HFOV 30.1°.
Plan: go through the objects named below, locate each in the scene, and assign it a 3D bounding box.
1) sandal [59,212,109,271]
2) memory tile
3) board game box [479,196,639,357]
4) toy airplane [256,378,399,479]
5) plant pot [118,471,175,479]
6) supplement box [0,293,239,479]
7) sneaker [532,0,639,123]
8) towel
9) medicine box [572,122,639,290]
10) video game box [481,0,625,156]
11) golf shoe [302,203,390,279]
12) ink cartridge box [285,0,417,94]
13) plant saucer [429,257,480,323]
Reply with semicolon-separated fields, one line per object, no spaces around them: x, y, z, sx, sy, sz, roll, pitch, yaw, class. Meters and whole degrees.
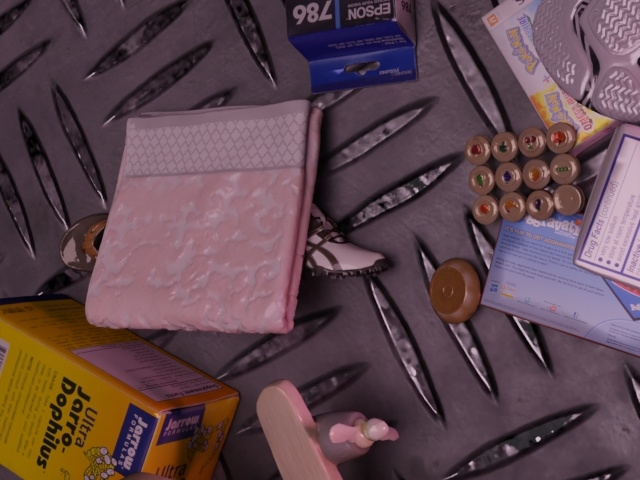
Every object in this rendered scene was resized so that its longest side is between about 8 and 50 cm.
-0.298;0.007;1.734;0.219;0.060;0.090;4;92;29;sandal
0.242;-0.078;1.423;0.148;0.012;0.113;-6;91;36;memory tile
0.336;0.049;1.404;0.281;0.027;0.145;18;100;28;board game box
0.060;0.395;1.458;0.384;0.272;0.386;39;145;34;toy airplane
-0.203;0.393;1.435;0.284;0.284;0.191;7;62;29;plant pot
-0.329;0.236;1.677;0.357;0.194;0.195;25;103;26;supplement box
0.408;-0.165;1.264;0.366;0.210;0.137;31;105;32;sneaker
-0.160;-0.032;1.605;0.332;0.053;0.317;-1;73;33;towel
0.422;0.007;1.193;0.289;0.263;0.149;21;93;18;medicine box
0.317;-0.233;1.401;0.187;0.048;0.205;-36;74;27;video game box
0.000;0.000;1.561;0.198;0.077;0.093;8;94;27;golf shoe
0.035;-0.365;1.548;0.165;0.065;0.332;-5;89;28;ink cartridge box
0.164;0.063;1.491;0.083;0.015;0.083;-6;82;46;plant saucer
